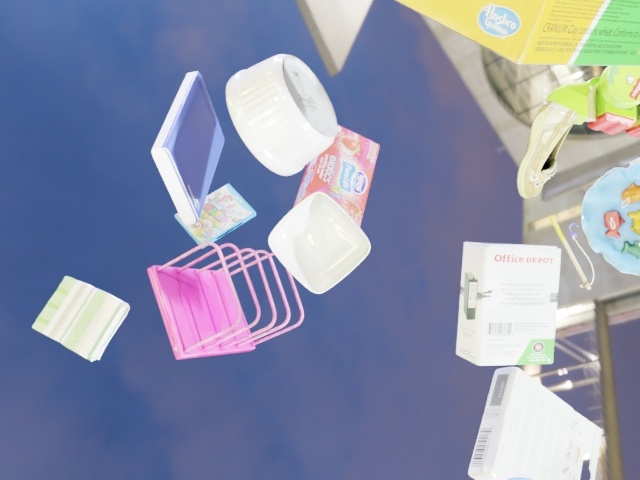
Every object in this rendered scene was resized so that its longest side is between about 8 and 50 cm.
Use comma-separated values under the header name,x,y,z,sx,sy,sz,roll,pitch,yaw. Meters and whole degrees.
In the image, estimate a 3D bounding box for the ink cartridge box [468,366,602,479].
name,x,y,z,sx,sy,sz,roll,pitch,yaw
ink cartridge box,0.362,0.348,1.136,0.232,0.066,0.189,38,-122,-24

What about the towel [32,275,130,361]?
name,x,y,z,sx,sy,sz,roll,pitch,yaw
towel,-0.415,0.134,1.187,0.113,0.152,0.023,-60,-26,-20

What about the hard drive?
name,x,y,z,sx,sy,sz,roll,pitch,yaw
hard drive,-0.300,-0.222,1.601,0.319,0.040,0.210,-83,-18,-47

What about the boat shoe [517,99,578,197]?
name,x,y,z,sx,sy,sz,roll,pitch,yaw
boat shoe,0.307,-0.115,0.927,0.056,0.048,0.153,-36,-36,-37

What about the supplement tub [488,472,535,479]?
name,x,y,z,sx,sy,sz,roll,pitch,yaw
supplement tub,0.154,0.222,0.484,0.071,0.071,0.107,56,177,-16

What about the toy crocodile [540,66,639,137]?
name,x,y,z,sx,sy,sz,roll,pitch,yaw
toy crocodile,0.481,-0.189,0.973,0.115,0.340,0.105,126,145,-84

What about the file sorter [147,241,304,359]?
name,x,y,z,sx,sy,sz,roll,pitch,yaw
file sorter,-0.191,0.124,1.497,0.290,0.182,0.202,12,-126,-65

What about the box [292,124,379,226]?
name,x,y,z,sx,sy,sz,roll,pitch,yaw
box,0.024,-0.098,1.409,0.122,0.128,0.257,23,-127,-10

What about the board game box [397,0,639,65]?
name,x,y,z,sx,sy,sz,roll,pitch,yaw
board game box,0.136,-0.240,0.589,0.242,0.064,0.316,-11,-140,-38

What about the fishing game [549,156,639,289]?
name,x,y,z,sx,sy,sz,roll,pitch,yaw
fishing game,0.480,-0.029,1.001,0.189,0.264,0.041,63,-147,-11

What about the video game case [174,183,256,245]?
name,x,y,z,sx,sy,sz,roll,pitch,yaw
video game case,-0.262,-0.063,1.708,0.166,0.015,0.119,-34,-116,-24

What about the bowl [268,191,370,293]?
name,x,y,z,sx,sy,sz,roll,pitch,yaw
bowl,0.000,0.000,1.150,0.142,0.142,0.053,47,-164,-3

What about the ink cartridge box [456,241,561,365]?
name,x,y,z,sx,sy,sz,roll,pitch,yaw
ink cartridge box,0.460,0.150,1.674,0.211,0.121,0.289,3,-86,-16

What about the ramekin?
name,x,y,z,sx,sy,sz,roll,pitch,yaw
ramekin,-0.060,-0.229,1.212,0.207,0.109,0.207,42,-146,-36
